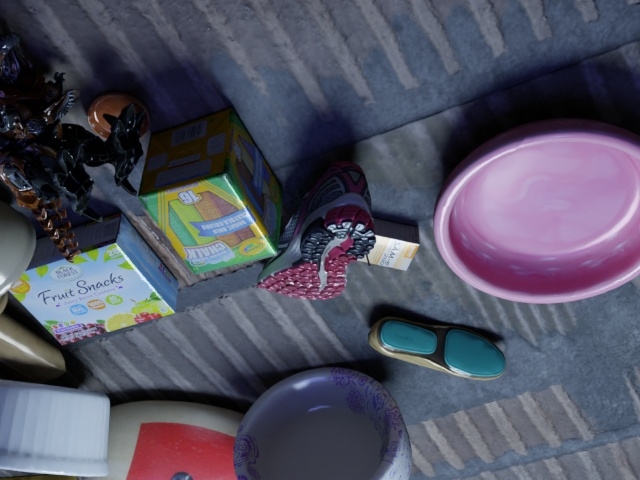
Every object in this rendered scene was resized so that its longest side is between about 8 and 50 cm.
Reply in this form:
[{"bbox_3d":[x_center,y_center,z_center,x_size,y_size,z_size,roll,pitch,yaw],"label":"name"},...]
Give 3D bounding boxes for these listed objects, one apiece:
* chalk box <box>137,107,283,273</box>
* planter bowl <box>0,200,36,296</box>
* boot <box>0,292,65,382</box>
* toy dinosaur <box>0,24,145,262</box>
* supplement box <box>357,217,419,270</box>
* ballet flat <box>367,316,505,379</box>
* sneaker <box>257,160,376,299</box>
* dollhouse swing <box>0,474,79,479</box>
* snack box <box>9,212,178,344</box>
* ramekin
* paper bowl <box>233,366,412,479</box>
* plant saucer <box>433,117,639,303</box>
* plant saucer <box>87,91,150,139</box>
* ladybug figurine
[{"bbox_3d":[-0.135,-0.047,1.490,0.132,0.132,0.213,-15,133,18],"label":"chalk box"},{"bbox_3d":[-0.494,-0.001,1.517,0.162,0.162,0.109,-16,142,18],"label":"planter bowl"},{"bbox_3d":[-0.481,0.134,1.673,0.236,0.089,0.269,8,153,39],"label":"boot"},{"bbox_3d":[-0.352,-0.121,1.417,0.219,0.164,0.322,13,149,27],"label":"toy dinosaur"},{"bbox_3d":[0.089,0.004,1.604,0.099,0.036,0.062,11,136,-10],"label":"supplement box"},{"bbox_3d":[0.185,0.172,1.765,0.232,0.080,0.073,19,161,-13],"label":"ballet flat"},{"bbox_3d":[0.000,0.000,1.558,0.121,0.112,0.299,12,150,-21],"label":"sneaker"},{"bbox_3d":[-0.525,0.680,2.135,0.315,0.304,0.346,-6,136,8],"label":"dollhouse swing"},{"bbox_3d":[-0.347,0.062,1.654,0.207,0.070,0.174,-17,133,17],"label":"snack box"},{"bbox_3d":[-0.476,0.302,1.787,0.277,0.135,0.277,7,169,1],"label":"ramekin"},{"bbox_3d":[0.010,0.362,1.800,0.284,0.284,0.148,-8,136,10],"label":"paper bowl"},{"bbox_3d":[0.321,-0.048,1.510,0.332,0.084,0.332,1,137,1],"label":"plant saucer"},{"bbox_3d":[-0.268,-0.165,1.458,0.084,0.013,0.083,0,135,0],"label":"plant saucer"},{"bbox_3d":[-0.221,0.427,1.963,0.450,0.161,0.305,10,135,-9],"label":"ladybug figurine"}]
